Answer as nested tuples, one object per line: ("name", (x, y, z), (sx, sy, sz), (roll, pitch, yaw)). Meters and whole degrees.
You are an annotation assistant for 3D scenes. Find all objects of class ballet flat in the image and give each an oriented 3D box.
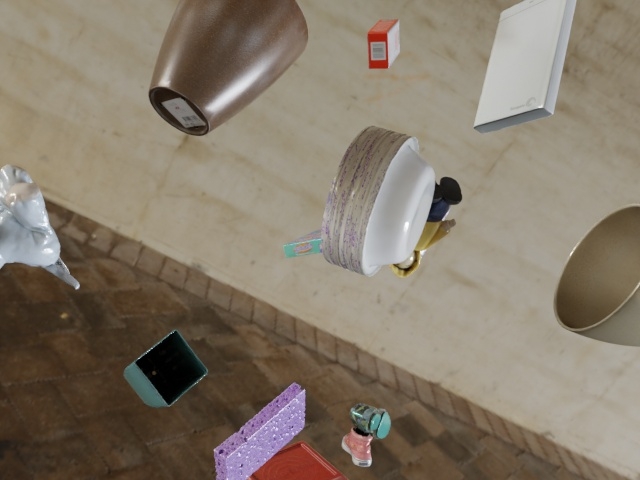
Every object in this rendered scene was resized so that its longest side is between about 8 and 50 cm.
("ballet flat", (0.106, 0.386, 1.440), (0.070, 0.070, 0.188), (42, -8, 28))

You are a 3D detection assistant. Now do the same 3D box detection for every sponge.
("sponge", (-0.109, 0.370, 1.246), (0.031, 0.117, 0.210), (28, 44, 31))

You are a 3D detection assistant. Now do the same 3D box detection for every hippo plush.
("hippo plush", (-0.736, -0.005, 1.506), (0.237, 0.294, 0.234), (-25, 28, -26))

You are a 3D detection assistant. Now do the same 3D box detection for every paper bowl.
("paper bowl", (0.124, -0.067, 1.284), (0.148, 0.284, 0.284), (18, 13, 17))

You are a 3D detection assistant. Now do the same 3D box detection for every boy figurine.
("boy figurine", (0.212, -0.027, 1.525), (0.178, 0.285, 0.092), (7, 46, -16))

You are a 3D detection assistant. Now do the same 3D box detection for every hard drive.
("hard drive", (0.519, -0.459, 1.691), (0.047, 0.352, 0.233), (23, -15, -28))

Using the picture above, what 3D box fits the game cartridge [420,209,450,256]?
("game cartridge", (0.246, -0.075, 2.246), (0.068, 0.230, 0.355), (24, 6, -44))

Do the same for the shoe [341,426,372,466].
("shoe", (0.100, 0.525, 1.760), (0.064, 0.081, 0.178), (5, 3, -9))

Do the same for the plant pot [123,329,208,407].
("plant pot", (-0.497, 0.409, 2.040), (0.166, 0.234, 0.165), (-40, 95, -39))

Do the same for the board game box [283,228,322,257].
("board game box", (0.000, 0.000, 2.214), (0.210, 0.160, 0.047), (-27, 105, -56))

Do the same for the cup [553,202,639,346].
("cup", (0.739, 0.113, 1.527), (0.237, 0.331, 0.331), (29, 18, -8))

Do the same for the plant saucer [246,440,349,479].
("plant saucer", (-0.081, 0.619, 1.744), (0.259, 0.047, 0.259), (-11, 16, -30))

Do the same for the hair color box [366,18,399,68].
("hair color box", (0.128, -0.395, 1.334), (0.043, 0.071, 0.141), (3, 28, 16))

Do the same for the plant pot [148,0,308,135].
("plant pot", (-0.164, -0.285, 1.056), (0.216, 0.230, 0.215), (23, -25, 11))
